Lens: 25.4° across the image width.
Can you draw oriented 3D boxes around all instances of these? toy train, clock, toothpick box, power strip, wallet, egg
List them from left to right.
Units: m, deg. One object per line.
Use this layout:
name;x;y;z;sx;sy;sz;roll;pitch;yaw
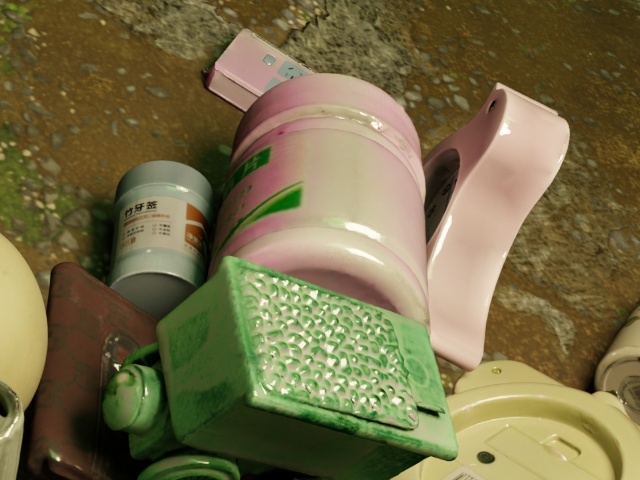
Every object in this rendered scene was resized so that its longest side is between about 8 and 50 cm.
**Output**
egg;-0.314;0.073;1.141;0.186;0.186;0.241;16;25;-20
wallet;-0.174;0.140;1.237;0.182;0.049;0.229;38;31;-36
toothpick box;-0.155;0.009;1.383;0.101;0.101;0.153;17;42;-19
toy train;-0.040;0.139;1.166;0.266;0.202;0.145;21;43;-40
power strip;-0.007;-0.153;1.703;0.279;0.037;0.109;32;39;-2
clock;0.143;0.002;1.462;0.080;0.275;0.290;26;43;-15
clock;0.169;0.246;1.286;0.309;0.114;0.284;-27;43;-36

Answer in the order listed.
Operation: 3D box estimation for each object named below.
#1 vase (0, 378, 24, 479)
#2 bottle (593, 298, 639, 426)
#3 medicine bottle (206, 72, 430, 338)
vase;-0.277;0.184;1.000;0.128;0.248;0.128;19;41;-18
bottle;0.411;0.115;1.646;0.120;0.120;0.253;39;40;8
medicine bottle;0.000;0.000;1.385;0.212;0.212;0.325;22;33;-13
